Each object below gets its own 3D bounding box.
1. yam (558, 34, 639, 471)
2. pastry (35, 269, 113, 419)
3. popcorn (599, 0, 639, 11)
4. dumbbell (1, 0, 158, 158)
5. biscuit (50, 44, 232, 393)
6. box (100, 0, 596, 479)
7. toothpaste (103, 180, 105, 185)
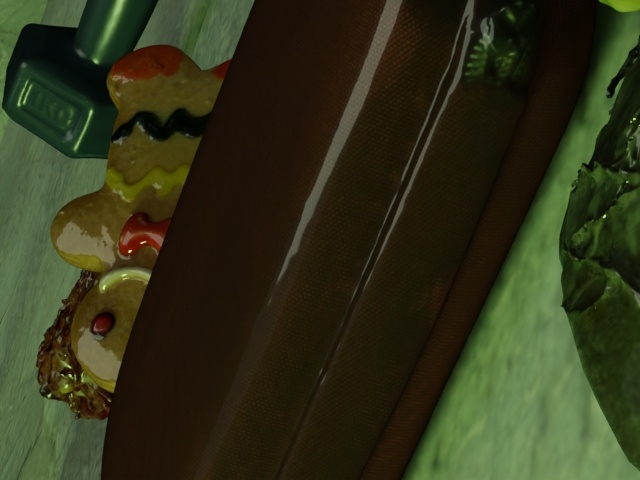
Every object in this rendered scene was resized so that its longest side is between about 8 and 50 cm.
[{"bbox_3d":[0.147,-0.036,0.356,0.154,0.154,0.254,-106,36,-60],"label":"yam"},{"bbox_3d":[-0.136,0.063,1.188,0.208,0.097,0.115,-43,16,56],"label":"pastry"},{"bbox_3d":[0.118,-0.184,0.530,0.204,0.183,0.221,122,148,-73],"label":"popcorn"},{"bbox_3d":[-0.169,-0.226,1.490,0.156,0.143,0.316,-99,32,-55],"label":"dumbbell"},{"bbox_3d":[-0.096,-0.020,1.074,0.036,0.165,0.250,57,-137,-55],"label":"biscuit"},{"bbox_3d":[0.000,0.000,0.815,0.263,0.108,0.404,-114,44,-64],"label":"box"},{"bbox_3d":[-0.098,-0.076,1.217,0.056,0.036,0.205,-56,-1,33],"label":"toothpaste"}]
